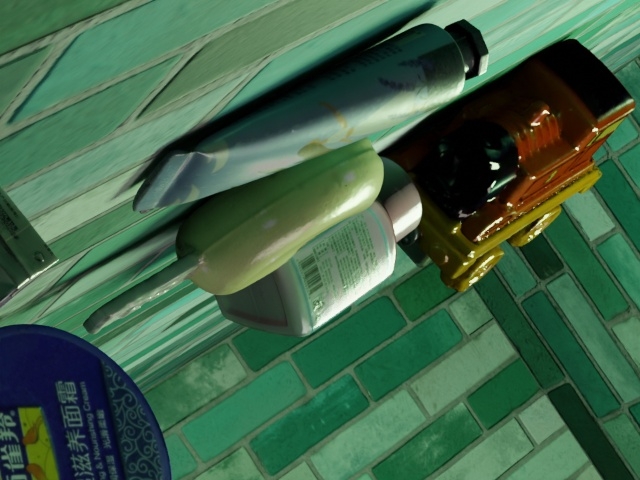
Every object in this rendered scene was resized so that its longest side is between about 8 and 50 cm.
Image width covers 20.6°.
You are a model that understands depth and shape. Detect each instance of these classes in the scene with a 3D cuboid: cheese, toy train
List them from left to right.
[{"bbox_3d":[-0.064,-0.005,1.352,0.249,0.071,0.163,-29,174,-47],"label":"cheese"},{"bbox_3d":[0.213,-0.096,2.005,0.369,0.163,0.232,-30,162,-47],"label":"toy train"}]

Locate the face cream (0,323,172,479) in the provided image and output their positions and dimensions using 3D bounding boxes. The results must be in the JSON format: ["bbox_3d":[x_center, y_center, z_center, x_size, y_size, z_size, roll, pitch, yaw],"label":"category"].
[{"bbox_3d":[-0.216,0.172,1.251,0.111,0.206,0.206,-33,178,38],"label":"face cream"}]

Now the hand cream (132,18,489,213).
[{"bbox_3d":[-0.003,-0.081,1.106,0.256,0.055,0.088,-24,172,-29],"label":"hand cream"}]

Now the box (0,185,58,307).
[{"bbox_3d":[-0.178,0.024,0.818,0.117,0.051,0.036,-38,-178,35],"label":"box"}]

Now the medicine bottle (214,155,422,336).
[{"bbox_3d":[0.000,0.000,1.561,0.119,0.094,0.188,10,-145,46],"label":"medicine bottle"}]
